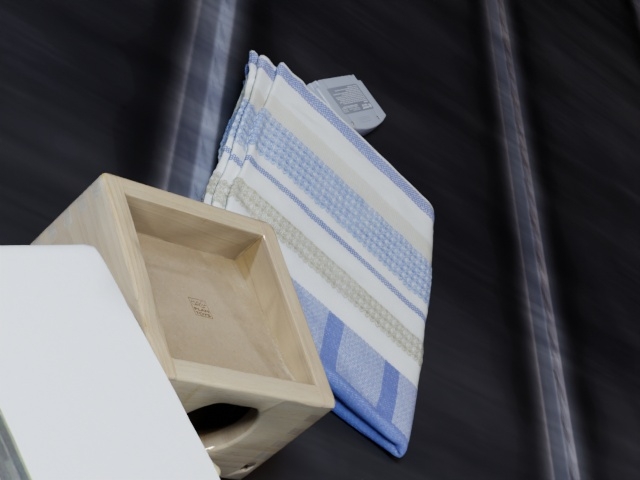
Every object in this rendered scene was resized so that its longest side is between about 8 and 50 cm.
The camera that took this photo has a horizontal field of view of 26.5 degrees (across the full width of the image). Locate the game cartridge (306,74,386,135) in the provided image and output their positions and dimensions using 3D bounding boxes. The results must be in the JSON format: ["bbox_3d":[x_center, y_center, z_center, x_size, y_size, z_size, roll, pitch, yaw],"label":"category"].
[{"bbox_3d":[0.023,-0.114,1.160,0.056,0.017,0.083,52,29,11],"label":"game cartridge"}]

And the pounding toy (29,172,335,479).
[{"bbox_3d":[-0.101,0.066,0.694,0.206,0.094,0.181,17,42,-45],"label":"pounding toy"}]

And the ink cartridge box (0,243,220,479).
[{"bbox_3d":[-0.176,0.134,0.406,0.270,0.198,0.197,0,55,-56],"label":"ink cartridge box"}]

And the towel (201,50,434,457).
[{"bbox_3d":[0.000,0.000,0.978,0.209,0.034,0.285,41,32,-20],"label":"towel"}]
